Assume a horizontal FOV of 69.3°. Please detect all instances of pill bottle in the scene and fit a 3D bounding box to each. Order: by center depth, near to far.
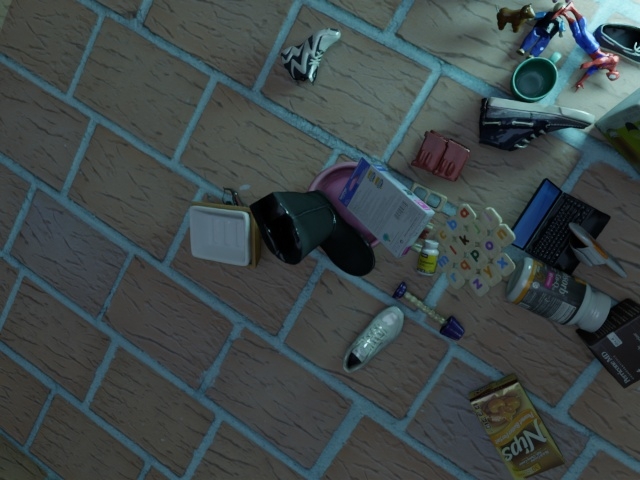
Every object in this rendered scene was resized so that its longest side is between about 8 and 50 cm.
[{"bbox_3d":[0.764,0.178,1.500,0.278,0.162,0.162,24,101,11],"label":"pill bottle"},{"bbox_3d":[0.380,0.060,1.629,0.065,0.065,0.117,12,106,13],"label":"pill bottle"}]

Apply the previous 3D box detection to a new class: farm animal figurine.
[{"bbox_3d":[0.631,-0.835,1.402,0.330,0.172,0.327,-45,75,11],"label":"farm animal figurine"}]

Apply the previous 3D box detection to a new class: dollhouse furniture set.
[{"bbox_3d":[0.352,-0.169,1.557,0.152,0.201,0.374,26,108,10],"label":"dollhouse furniture set"}]

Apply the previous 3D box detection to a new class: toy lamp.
[{"bbox_3d":[0.386,0.256,1.648,0.274,0.080,0.080,34,103,9],"label":"toy lamp"}]

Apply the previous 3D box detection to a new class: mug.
[{"bbox_3d":[0.690,-0.511,1.479,0.157,0.097,0.130,-14,92,15],"label":"mug"}]

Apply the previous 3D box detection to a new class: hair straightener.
[{"bbox_3d":[-0.330,-0.102,1.806,0.089,0.047,0.231,-29,94,17],"label":"hair straightener"}]

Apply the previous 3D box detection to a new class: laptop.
[{"bbox_3d":[0.764,-0.038,1.490,0.264,0.136,0.234,31,103,9],"label":"laptop"}]

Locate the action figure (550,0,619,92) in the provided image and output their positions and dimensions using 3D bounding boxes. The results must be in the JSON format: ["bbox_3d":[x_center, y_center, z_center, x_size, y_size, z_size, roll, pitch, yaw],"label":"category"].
[{"bbox_3d":[0.802,-0.575,1.429,0.280,0.091,0.139,42,101,-7],"label":"action figure"}]

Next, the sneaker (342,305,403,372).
[{"bbox_3d":[0.192,0.369,1.673,0.114,0.152,0.305,41,102,9],"label":"sneaker"}]

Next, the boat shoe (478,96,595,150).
[{"bbox_3d":[0.679,-0.359,1.496,0.340,0.127,0.158,15,106,20],"label":"boat shoe"}]

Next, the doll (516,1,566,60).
[{"bbox_3d":[0.713,-0.676,1.481,0.129,0.046,0.189,38,104,8],"label":"doll"}]

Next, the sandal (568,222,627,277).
[{"bbox_3d":[0.866,0.052,1.473,0.265,0.102,0.076,39,120,-12],"label":"sandal"}]

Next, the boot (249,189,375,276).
[{"bbox_3d":[-0.002,-0.001,1.443,0.146,0.445,0.367,-43,85,15],"label":"boot"}]

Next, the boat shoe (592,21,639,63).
[{"bbox_3d":[0.966,-0.606,1.407,0.254,0.079,0.095,25,101,10],"label":"boat shoe"}]

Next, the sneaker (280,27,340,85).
[{"bbox_3d":[-0.019,-0.639,1.649,0.234,0.094,0.153,-18,92,16],"label":"sneaker"}]

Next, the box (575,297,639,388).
[{"bbox_3d":[0.966,0.318,1.460,0.203,0.167,0.168,-40,85,15],"label":"box"}]

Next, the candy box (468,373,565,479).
[{"bbox_3d":[0.677,0.649,1.610,0.182,0.087,0.317,-31,88,15],"label":"candy box"}]

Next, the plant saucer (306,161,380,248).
[{"bbox_3d":[0.108,-0.115,1.677,0.331,0.084,0.333,1,96,15],"label":"plant saucer"}]

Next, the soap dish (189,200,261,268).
[{"bbox_3d":[-0.354,-0.028,1.752,0.290,0.118,0.229,8,106,25],"label":"soap dish"}]

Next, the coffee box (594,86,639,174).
[{"bbox_3d":[1.065,-0.335,1.277,0.338,0.337,0.334,-40,86,14],"label":"coffee box"}]

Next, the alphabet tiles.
[{"bbox_3d":[0.509,0.031,1.544,0.284,0.021,0.278,-53,55,37],"label":"alphabet tiles"}]

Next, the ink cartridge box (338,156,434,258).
[{"bbox_3d":[0.206,-0.114,1.517,0.311,0.065,0.186,46,124,27],"label":"ink cartridge box"}]
